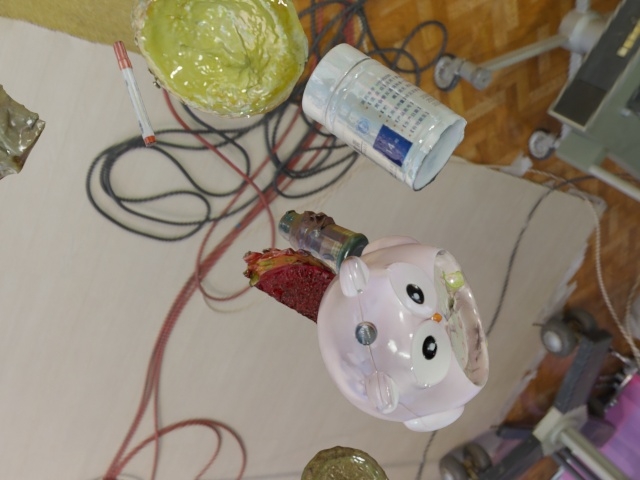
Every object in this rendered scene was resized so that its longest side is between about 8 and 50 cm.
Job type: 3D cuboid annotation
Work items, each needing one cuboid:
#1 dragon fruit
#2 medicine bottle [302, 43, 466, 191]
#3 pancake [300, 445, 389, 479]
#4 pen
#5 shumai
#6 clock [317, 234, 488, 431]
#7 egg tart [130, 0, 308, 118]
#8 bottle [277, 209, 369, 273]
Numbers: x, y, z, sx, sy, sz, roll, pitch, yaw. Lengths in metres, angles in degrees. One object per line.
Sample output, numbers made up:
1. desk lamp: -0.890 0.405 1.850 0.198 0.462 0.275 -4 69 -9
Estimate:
1. dragon fruit: -0.056 0.068 1.538 0.274 0.161 0.126 34 98 -37
2. medicine bottle: 0.132 -0.275 1.539 0.190 0.332 0.190 -45 161 -20
3. pancake: 0.046 0.427 1.136 0.199 0.199 0.021 4 148 -36
4. pen: -0.402 -0.317 1.513 0.028 0.028 0.239 -17 85 -24
5. shumai: -0.390 -0.107 0.742 0.201 0.201 0.120 -39 130 -5
6. clock: 0.132 0.170 1.277 0.250 0.368 0.376 -19 167 24
7. egg tart: -0.164 -0.355 1.186 0.315 0.120 0.315 6 136 6
8. bottle: 0.000 0.000 2.009 0.143 0.271 0.156 -19 127 -51
